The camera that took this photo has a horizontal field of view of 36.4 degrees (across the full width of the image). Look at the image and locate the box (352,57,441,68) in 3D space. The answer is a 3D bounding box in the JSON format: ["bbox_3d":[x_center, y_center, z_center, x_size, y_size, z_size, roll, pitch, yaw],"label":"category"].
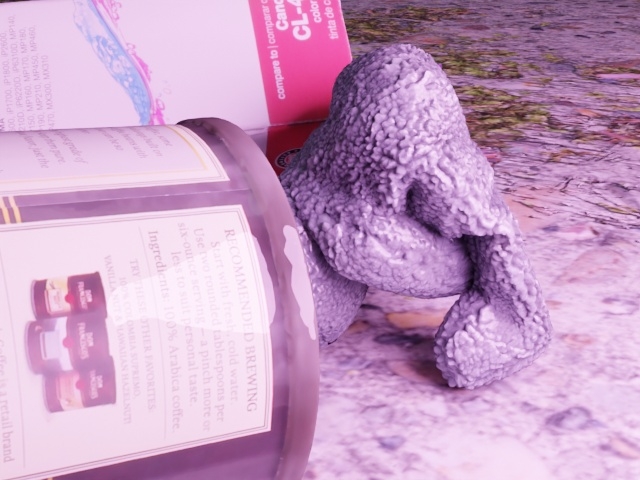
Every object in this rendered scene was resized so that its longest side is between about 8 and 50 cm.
[{"bbox_3d":[-0.008,-0.158,1.146,0.201,0.057,0.293,10,26,30],"label":"box"}]

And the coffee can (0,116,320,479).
[{"bbox_3d":[-0.168,0.051,0.429,0.275,0.201,0.201,-6,21,-29],"label":"coffee can"}]

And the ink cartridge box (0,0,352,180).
[{"bbox_3d":[-0.137,-0.088,0.769,0.306,0.131,0.226,-5,-17,-9],"label":"ink cartridge box"}]

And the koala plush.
[{"bbox_3d":[0.000,0.000,0.623,0.221,0.203,0.196,-25,39,3],"label":"koala plush"}]
